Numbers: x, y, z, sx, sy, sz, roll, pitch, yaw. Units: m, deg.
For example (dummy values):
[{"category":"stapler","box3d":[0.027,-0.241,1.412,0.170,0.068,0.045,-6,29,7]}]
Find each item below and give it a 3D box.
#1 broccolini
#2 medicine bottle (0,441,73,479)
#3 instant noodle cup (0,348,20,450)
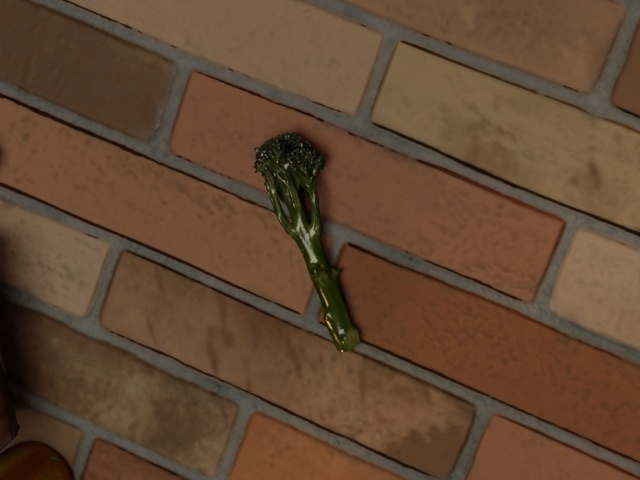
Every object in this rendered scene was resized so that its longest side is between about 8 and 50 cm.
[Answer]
[{"category":"broccolini","box3d":[0.000,0.000,1.508,0.067,0.058,0.216,-8,110,54]},{"category":"medicine bottle","box3d":[-0.327,0.275,1.584,0.096,0.192,0.096,4,104,16]},{"category":"instant noodle cup","box3d":[-0.410,0.120,1.574,0.217,0.217,0.207,-9,106,19]}]
